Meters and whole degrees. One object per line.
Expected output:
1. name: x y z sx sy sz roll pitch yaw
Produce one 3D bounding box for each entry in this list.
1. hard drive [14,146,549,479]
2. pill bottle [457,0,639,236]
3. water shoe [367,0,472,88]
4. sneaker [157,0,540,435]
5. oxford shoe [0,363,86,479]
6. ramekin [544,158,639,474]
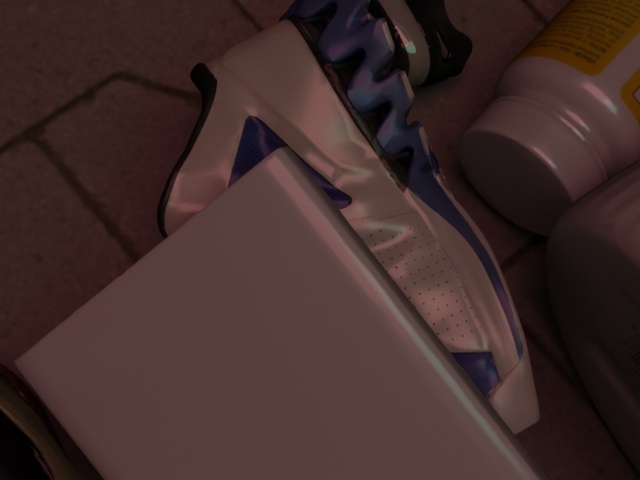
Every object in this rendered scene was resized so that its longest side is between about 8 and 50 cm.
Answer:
1. hard drive: -0.003 0.130 0.518 0.203 0.040 0.307 -38 90 12
2. pill bottle: 0.198 -0.108 0.638 0.119 0.119 0.208 43 73 7
3. water shoe: 0.044 -0.204 0.685 0.080 0.073 0.203 -14 79 -33
4. sneaker: -0.001 -0.001 0.592 0.182 0.127 0.315 -25 84 1
5. oxford shoe: -0.144 0.205 0.497 0.123 0.130 0.348 -40 82 -16
6. ramekin: 0.248 0.064 0.517 0.135 0.277 0.277 -28 78 -6
